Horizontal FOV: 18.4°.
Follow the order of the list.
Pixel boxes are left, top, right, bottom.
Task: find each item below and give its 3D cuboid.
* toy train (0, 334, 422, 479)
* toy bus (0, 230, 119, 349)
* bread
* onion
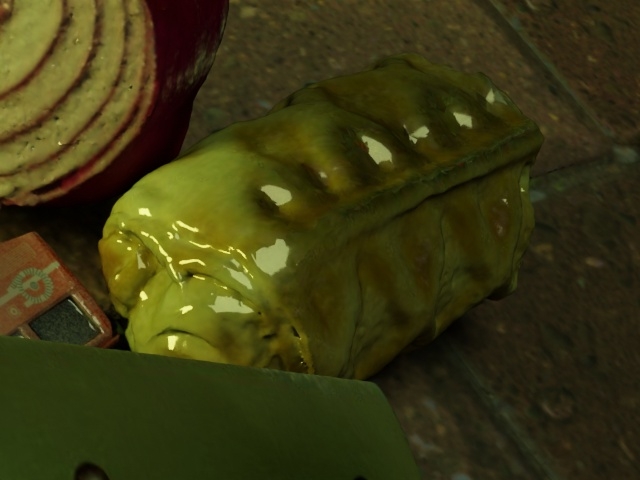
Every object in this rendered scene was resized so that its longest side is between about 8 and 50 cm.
[{"bbox_3d":[-0.107,0.123,0.746,0.300,0.202,0.131,12,64,-55],"label":"toy train"},{"bbox_3d":[-0.194,0.076,0.894,0.096,0.073,0.235,45,42,4],"label":"toy bus"},{"bbox_3d":[0.000,0.000,1.033,0.152,0.130,0.268,52,42,10],"label":"bread"},{"bbox_3d":[-0.146,-0.141,1.028,0.206,0.216,0.207,26,34,-12],"label":"onion"}]
